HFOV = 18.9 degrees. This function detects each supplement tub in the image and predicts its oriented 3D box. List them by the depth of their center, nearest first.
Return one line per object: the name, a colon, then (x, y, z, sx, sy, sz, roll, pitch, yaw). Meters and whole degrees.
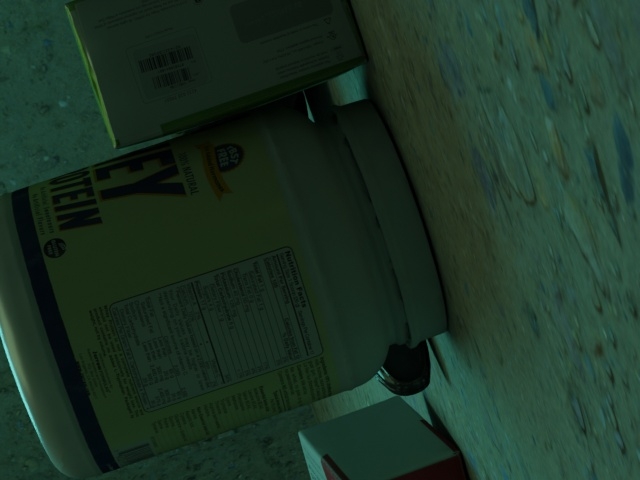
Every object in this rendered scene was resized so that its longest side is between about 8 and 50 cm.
supplement tub: (-0.085, 0.032, 1.517, 0.235, 0.325, 0.235, 161, 90, -86)

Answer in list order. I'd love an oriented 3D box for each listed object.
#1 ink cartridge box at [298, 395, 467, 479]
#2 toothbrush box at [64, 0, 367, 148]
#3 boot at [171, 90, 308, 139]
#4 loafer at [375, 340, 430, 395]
ink cartridge box: (0.086, 0.311, 1.820, 0.197, 0.114, 0.273, -143, 35, -72)
toothbrush box: (-0.089, -0.160, 1.567, 0.283, 0.206, 0.122, -152, 43, -83)
boot: (-0.092, -0.049, 1.921, 0.284, 0.138, 0.377, 78, -159, -84)
loafer: (0.053, 0.056, 1.670, 0.061, 0.062, 0.170, 87, 163, -57)
